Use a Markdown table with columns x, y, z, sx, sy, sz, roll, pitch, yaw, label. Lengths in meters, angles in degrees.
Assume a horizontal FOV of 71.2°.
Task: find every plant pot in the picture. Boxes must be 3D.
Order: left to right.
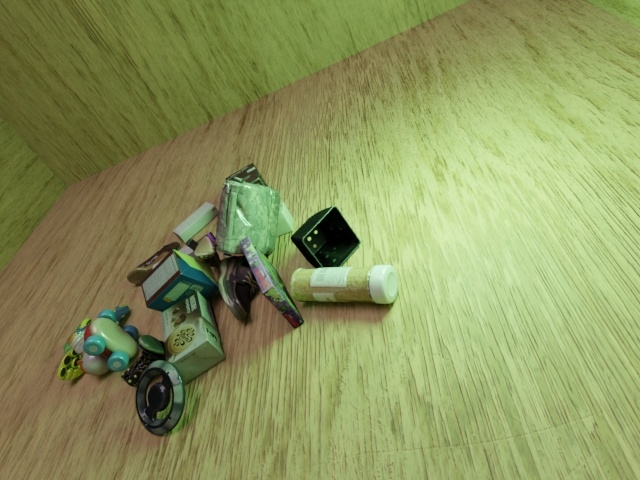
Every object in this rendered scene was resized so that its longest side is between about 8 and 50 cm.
| x | y | z | sx | sy | sz | roll | pitch | yaw | label |
| --- | --- | --- | --- | --- | --- | --- | --- | --- | --- |
| 0.000 | 0.000 | 1.669 | 0.188 | 0.187 | 0.166 | -47 | 26 | -22 | plant pot |

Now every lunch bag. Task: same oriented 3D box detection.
| x | y | z | sx | sy | sz | roll | pitch | yaw | label |
| --- | --- | --- | --- | --- | --- | --- | --- | --- | --- |
| -0.304 | -0.089 | 1.786 | 0.212 | 0.306 | 0.256 | 10 | 4 | 14 | lunch bag |

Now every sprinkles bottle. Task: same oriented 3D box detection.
| x | y | z | sx | sy | sz | roll | pitch | yaw | label |
| --- | --- | --- | --- | --- | --- | --- | --- | --- | --- |
| 0.072 | 0.145 | 1.479 | 0.355 | 0.121 | 0.121 | -4 | 43 | 33 | sprinkles bottle |

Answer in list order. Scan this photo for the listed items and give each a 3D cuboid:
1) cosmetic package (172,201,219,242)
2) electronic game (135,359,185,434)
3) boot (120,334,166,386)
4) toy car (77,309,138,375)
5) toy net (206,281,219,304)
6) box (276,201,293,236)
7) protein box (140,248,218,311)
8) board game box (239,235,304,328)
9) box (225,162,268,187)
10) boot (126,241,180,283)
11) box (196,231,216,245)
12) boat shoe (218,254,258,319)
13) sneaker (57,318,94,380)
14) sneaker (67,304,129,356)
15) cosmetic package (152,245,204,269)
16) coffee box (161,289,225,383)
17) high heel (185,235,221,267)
| x | y | z | sx | sy | sz | roll | pitch | yaw | label |
| --- | --- | --- | --- | --- | --- | --- | --- | --- | --- |
| -0.648 | -0.097 | 2.335 | 0.239 | 0.061 | 0.098 | -45 | 40 | -19 | cosmetic package |
| -0.521 | 0.506 | 1.450 | 0.229 | 0.048 | 0.230 | -7 | 76 | 32 | electronic game |
| -0.625 | 0.430 | 1.572 | 0.085 | 0.236 | 0.178 | 42 | 77 | 17 | boot |
| -0.870 | 0.439 | 1.750 | 0.238 | 0.210 | 0.219 | -41 | 24 | 7 | toy car |
| -0.524 | 0.232 | 1.873 | 0.232 | 0.045 | 0.122 | -9 | 65 | 32 | toy net |
| -0.263 | -0.062 | 1.977 | 0.274 | 0.113 | 0.094 | -19 | 36 | 13 | box |
| -0.553 | 0.176 | 1.758 | 0.201 | 0.199 | 0.136 | -42 | 52 | 13 | protein box |
| -0.179 | 0.141 | 1.590 | 0.056 | 0.208 | 0.347 | -33 | 35 | -3 | board game box |
| -0.349 | -0.243 | 2.205 | 0.168 | 0.167 | 0.203 | -30 | 35 | 1 | box |
| -0.820 | 0.110 | 2.216 | 0.248 | 0.090 | 0.207 | -24 | 24 | 11 | boot |
| -0.574 | 0.033 | 2.154 | 0.162 | 0.029 | 0.116 | -36 | 35 | -9 | box |
| -0.311 | 0.157 | 1.730 | 0.130 | 0.132 | 0.355 | -27 | 36 | 2 | boat shoe |
| -1.034 | 0.476 | 1.908 | 0.123 | 0.109 | 0.296 | -37 | 31 | 24 | sneaker |
| -0.928 | 0.393 | 1.925 | 0.111 | 0.131 | 0.296 | -37 | 4 | 37 | sneaker |
| -0.627 | 0.115 | 2.019 | 0.231 | 0.117 | 0.085 | -32 | 34 | 0 | cosmetic package |
| -0.468 | 0.342 | 1.629 | 0.168 | 0.119 | 0.297 | -33 | 36 | -1 | coffee box |
| -0.439 | 0.068 | 1.857 | 0.261 | 0.186 | 0.093 | 12 | 64 | 54 | high heel |
